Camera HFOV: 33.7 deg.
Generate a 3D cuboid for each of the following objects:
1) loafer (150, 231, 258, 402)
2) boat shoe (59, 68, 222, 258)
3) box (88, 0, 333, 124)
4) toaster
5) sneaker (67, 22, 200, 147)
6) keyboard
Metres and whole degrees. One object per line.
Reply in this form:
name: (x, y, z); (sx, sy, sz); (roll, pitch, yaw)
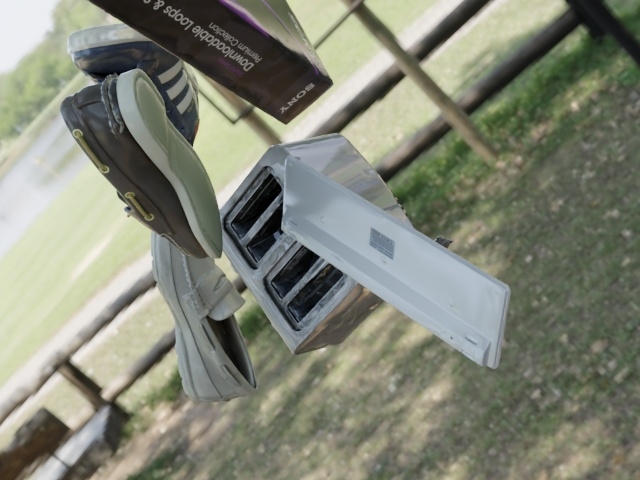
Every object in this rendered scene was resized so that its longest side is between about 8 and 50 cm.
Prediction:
loafer: (-0.161, 0.082, 1.507); (0.111, 0.319, 0.112); (-5, 22, 18)
boat shoe: (-0.144, -0.055, 0.904); (0.069, 0.228, 0.081); (-14, 52, 9)
box: (-0.065, -0.113, 0.352); (0.029, 0.162, 0.116); (-35, 62, 15)
toaster: (0.000, 0.000, 1.040); (0.110, 0.168, 0.185); (-15, -26, -50)
sneaker: (-0.233, -0.184, 1.422); (0.131, 0.148, 0.350); (-7, -8, 10)
keyboard: (0.050, 0.011, 0.836); (0.014, 0.072, 0.256); (-15, 34, -38)
